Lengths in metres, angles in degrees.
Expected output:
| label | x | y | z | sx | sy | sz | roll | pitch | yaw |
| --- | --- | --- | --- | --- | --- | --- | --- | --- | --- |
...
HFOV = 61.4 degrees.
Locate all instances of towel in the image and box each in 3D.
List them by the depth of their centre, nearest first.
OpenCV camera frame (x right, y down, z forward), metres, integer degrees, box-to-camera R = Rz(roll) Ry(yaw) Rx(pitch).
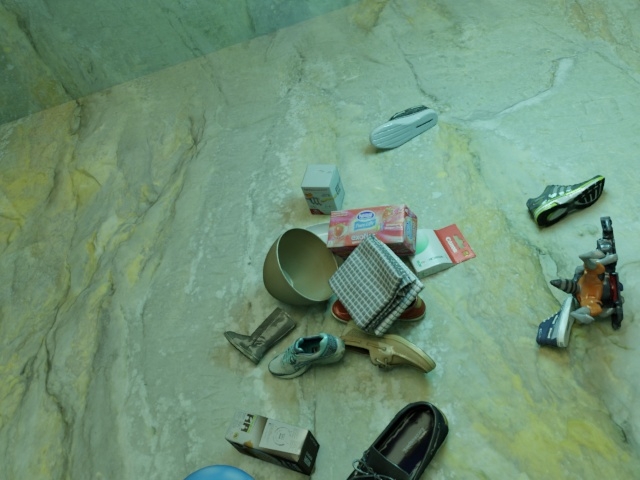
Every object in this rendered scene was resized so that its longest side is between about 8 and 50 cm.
| label | x | y | z | sx | sy | sz | roll | pitch | yaw |
| --- | --- | --- | --- | --- | --- | --- | --- | --- | --- |
| towel | 0.166 | 0.140 | 1.750 | 0.235 | 0.121 | 0.283 | -49 | 39 | 10 |

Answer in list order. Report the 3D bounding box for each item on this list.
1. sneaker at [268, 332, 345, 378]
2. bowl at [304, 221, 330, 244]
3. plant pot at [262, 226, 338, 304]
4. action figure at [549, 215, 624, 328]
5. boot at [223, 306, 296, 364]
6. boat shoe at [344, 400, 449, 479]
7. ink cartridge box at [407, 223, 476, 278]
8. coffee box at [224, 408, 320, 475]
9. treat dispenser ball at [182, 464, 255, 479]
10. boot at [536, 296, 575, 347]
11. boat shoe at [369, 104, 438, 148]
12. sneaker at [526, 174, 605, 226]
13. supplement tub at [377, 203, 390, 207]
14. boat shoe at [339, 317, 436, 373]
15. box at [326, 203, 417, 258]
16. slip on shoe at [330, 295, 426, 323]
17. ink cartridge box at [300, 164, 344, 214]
| label | x | y | z | sx | sy | sz | roll | pitch | yaw |
| --- | --- | --- | --- | --- | --- | --- | --- | --- | --- |
| sneaker | -0.067 | 0.366 | 1.780 | 0.283 | 0.122 | 0.110 | -27 | 50 | 21 |
| bowl | 0.000 | 0.000 | 2.127 | 0.142 | 0.053 | 0.142 | -12 | 50 | 8 |
| plant pot | -0.099 | 0.121 | 1.952 | 0.191 | 0.284 | 0.284 | -35 | 38 | 39 |
| action figure | 0.802 | 0.096 | 1.619 | 0.179 | 0.330 | 0.341 | -6 | 81 | 29 |
| boot | -0.218 | 0.317 | 1.928 | 0.190 | 0.076 | 0.208 | 33 | 74 | 20 |
| boat shoe | 0.178 | 0.645 | 1.481 | 0.187 | 0.156 | 0.500 | 31 | 68 | 33 |
| ink cartridge box | 0.424 | 0.023 | 1.970 | 0.225 | 0.056 | 0.181 | -23 | 49 | 2 |
| coffee box | -0.143 | 0.607 | 1.625 | 0.247 | 0.141 | 0.098 | 7 | 55 | 24 |
| treat dispenser ball | -0.280 | 0.759 | 1.450 | 0.288 | 0.288 | 0.288 | -9 | 50 | 11 |
| boot | 0.733 | 0.248 | 1.679 | 0.086 | 0.069 | 0.190 | -3 | 38 | 40 |
| boat shoe | 0.355 | -0.506 | 2.394 | 0.335 | 0.121 | 0.119 | -22 | 40 | -14 |
| sneaker | 0.881 | -0.166 | 1.939 | 0.300 | 0.111 | 0.121 | -24 | 45 | -4 |
| supplement tub | 0.258 | -0.081 | 2.096 | 0.071 | 0.071 | 0.107 | -14 | 48 | 7 |
| boat shoe | 0.208 | 0.362 | 1.732 | 0.341 | 0.121 | 0.110 | 17 | 63 | 41 |
| box | 0.190 | -0.030 | 1.973 | 0.300 | 0.142 | 0.154 | -4 | 68 | 29 |
| slip on shoe | 0.193 | 0.221 | 1.854 | 0.332 | 0.101 | 0.123 | -3 | 53 | 18 |
| ink cartridge box | 0.012 | -0.209 | 2.210 | 0.128 | 0.176 | 0.127 | 2 | 53 | 20 |
